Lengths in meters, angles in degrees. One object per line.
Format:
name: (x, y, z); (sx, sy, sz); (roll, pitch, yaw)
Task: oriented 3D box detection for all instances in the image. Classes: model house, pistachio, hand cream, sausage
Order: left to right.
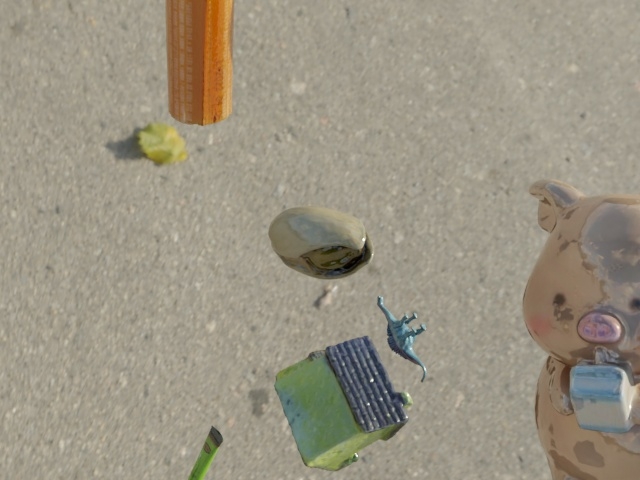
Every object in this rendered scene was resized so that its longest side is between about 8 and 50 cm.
sausage: (-0.122, -0.231, 0.983); (0.071, 0.234, 0.071); (3, 38, -3)
hand cream: (-0.187, 0.356, 1.572); (0.023, 0.122, 0.036); (5, 30, -42)
pistachio: (0.000, 0.000, 1.958); (0.238, 0.137, 0.153); (19, 66, 37)
model house: (0.053, 0.288, 1.779); (0.170, 0.211, 0.194); (38, 25, -59)

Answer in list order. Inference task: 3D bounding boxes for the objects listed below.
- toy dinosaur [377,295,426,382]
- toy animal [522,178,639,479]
toy dinosaur: (0.170, 0.190, 1.959); (0.045, 0.080, 0.197); (-7, 62, -47)
toy animal: (0.271, 0.091, 0.892); (0.195, 0.256, 0.213); (7, 41, 27)
